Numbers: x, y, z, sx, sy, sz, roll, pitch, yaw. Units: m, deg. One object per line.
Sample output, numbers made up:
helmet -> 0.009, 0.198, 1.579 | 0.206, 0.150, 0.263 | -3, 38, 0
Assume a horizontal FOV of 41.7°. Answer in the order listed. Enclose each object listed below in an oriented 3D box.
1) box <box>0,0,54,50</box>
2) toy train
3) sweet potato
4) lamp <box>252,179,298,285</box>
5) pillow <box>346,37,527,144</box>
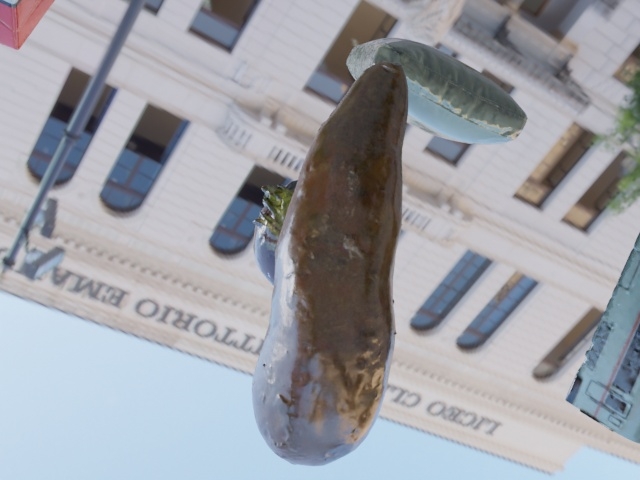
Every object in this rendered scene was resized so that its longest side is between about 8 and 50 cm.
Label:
box -> -0.199, -0.214, 0.559 | 0.048, 0.152, 0.100 | 27, -121, -4
toy train -> 0.331, -0.021, 0.699 | 0.086, 0.407, 0.088 | -1, -154, -41
sweet potato -> 0.014, 0.022, 0.566 | 0.097, 0.292, 0.097 | 11, -173, -1
lamp -> -0.001, 0.004, 1.002 | 0.157, 0.156, 0.135 | -9, -147, -25
pillow -> 0.174, -0.241, 1.353 | 0.255, 0.120, 0.322 | 26, -171, -12
